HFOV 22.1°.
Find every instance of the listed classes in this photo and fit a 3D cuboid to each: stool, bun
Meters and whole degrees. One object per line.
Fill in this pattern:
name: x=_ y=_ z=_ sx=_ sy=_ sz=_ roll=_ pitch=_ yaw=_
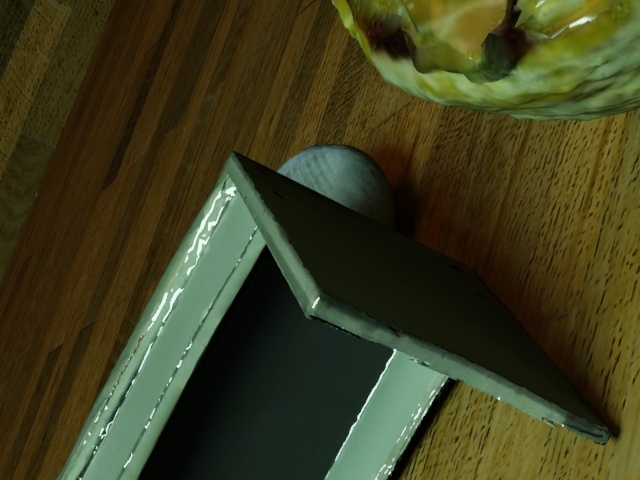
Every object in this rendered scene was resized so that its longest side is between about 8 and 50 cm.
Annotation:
stool: x=-0.014 y=0.121 z=0.862 sx=0.244 sy=0.170 sz=0.270 roll=-62 pitch=18 yaw=10
bun: x=0.000 y=0.000 z=1.134 sx=0.141 sy=0.083 sz=0.141 roll=-42 pitch=27 yaw=28

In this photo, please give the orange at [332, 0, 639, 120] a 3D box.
orange: x=0.151 y=-0.217 z=0.765 sx=0.271 sy=0.210 sz=0.369 roll=22 pitch=89 yaw=40
